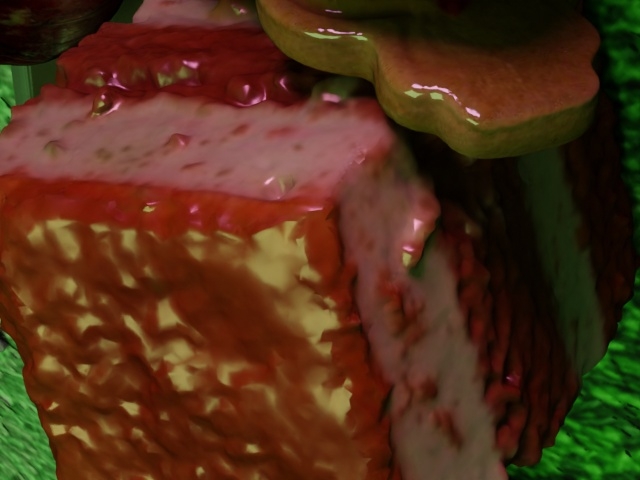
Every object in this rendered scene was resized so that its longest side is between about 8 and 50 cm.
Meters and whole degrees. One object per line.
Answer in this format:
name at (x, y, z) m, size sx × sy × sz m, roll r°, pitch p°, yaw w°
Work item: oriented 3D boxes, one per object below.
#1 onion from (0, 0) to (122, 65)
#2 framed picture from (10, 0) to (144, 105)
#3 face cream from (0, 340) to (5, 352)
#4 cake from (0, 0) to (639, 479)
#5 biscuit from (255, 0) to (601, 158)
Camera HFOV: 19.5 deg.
onion at (-0.251, -0.232, 1.193) m, size 0.272 × 0.195 × 0.272 m, roll 21°, pitch 128°, yaw 30°
framed picture at (-0.106, -0.088, 1.331) m, size 0.296 × 0.019 × 0.232 m, roll 24°, pitch 136°, yaw 24°
face cream at (-0.398, 0.002, 1.622) m, size 0.154 × 0.096 × 0.274 m, roll -5°, pitch 132°, yaw 40°
cake at (0.000, 0.000, 1.063) m, size 0.269 × 0.319 × 0.270 m, roll 5°, pitch 126°, yaw 32°
biscuit at (0.044, -0.147, 0.959) m, size 0.295 × 0.186 × 0.044 m, roll 52°, pitch 150°, yaw 39°
